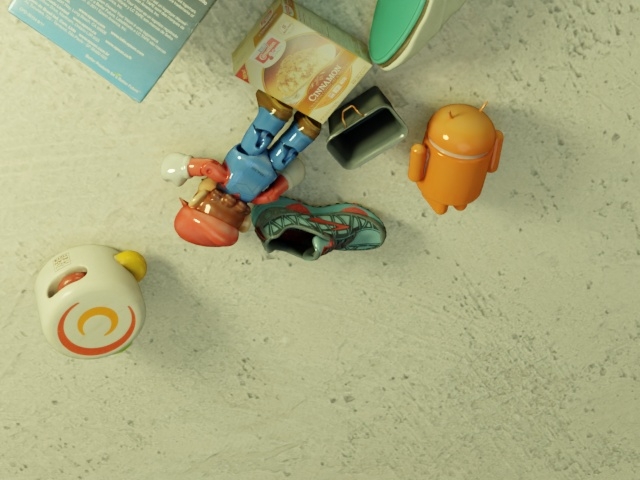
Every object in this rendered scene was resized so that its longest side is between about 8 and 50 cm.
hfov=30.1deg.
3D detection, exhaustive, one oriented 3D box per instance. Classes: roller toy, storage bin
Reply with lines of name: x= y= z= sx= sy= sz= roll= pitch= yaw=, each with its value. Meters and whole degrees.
roller toy: x=-0.429 y=0.108 z=2.211 sx=0.191 sy=0.146 sz=0.209 roll=6 pitch=124 yaw=-27
storage bin: x=0.070 y=-0.206 z=2.064 sx=0.135 sy=0.091 sz=0.098 roll=-32 pitch=129 yaw=16

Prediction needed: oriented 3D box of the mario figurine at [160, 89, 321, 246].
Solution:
mario figurine: x=-0.150 y=-0.129 z=2.101 sx=0.198 sy=0.170 sz=0.320 roll=42 pitch=106 yaw=3

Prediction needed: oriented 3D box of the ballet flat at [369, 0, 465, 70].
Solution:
ballet flat: x=0.189 y=-0.439 z=1.868 sx=0.139 sy=0.139 sz=0.400 roll=5 pitch=127 yaw=-15

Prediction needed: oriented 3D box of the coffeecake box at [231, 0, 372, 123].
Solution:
coffeecake box: x=-0.031 y=-0.300 z=1.979 sx=0.185 sy=0.068 sz=0.142 roll=26 pitch=123 yaw=-28

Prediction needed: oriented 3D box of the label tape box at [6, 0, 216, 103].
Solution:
label tape box: x=-0.267 y=-0.411 z=1.762 sx=0.240 sy=0.106 sz=0.334 roll=35 pitch=105 yaw=-16

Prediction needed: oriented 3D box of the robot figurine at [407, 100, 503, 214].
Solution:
robot figurine: x=0.242 y=-0.151 z=2.121 sx=0.158 sy=0.128 sz=0.219 roll=14 pitch=131 yaw=5

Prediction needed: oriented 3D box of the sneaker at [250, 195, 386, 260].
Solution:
sneaker: x=0.000 y=0.000 z=2.208 sx=0.261 sy=0.125 sz=0.104 roll=5 pitch=130 yaw=-15
